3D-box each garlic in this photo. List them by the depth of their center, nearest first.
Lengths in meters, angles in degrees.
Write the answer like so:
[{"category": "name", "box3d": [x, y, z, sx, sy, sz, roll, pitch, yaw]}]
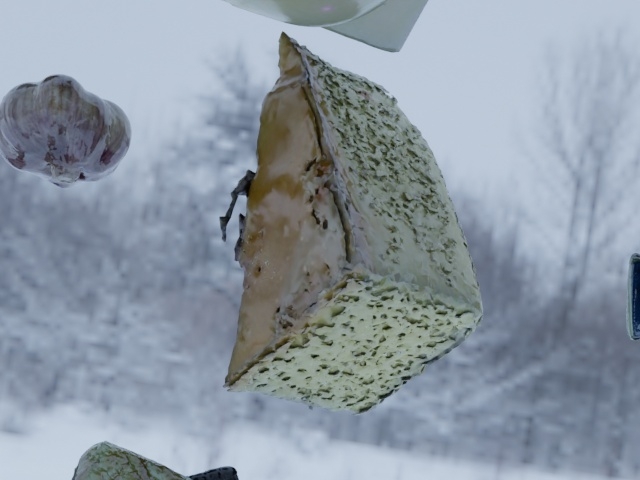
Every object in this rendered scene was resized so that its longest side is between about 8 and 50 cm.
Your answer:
[{"category": "garlic", "box3d": [-0.278, -0.111, 2.122, 0.147, 0.102, 0.159, 2, -23, 9]}]

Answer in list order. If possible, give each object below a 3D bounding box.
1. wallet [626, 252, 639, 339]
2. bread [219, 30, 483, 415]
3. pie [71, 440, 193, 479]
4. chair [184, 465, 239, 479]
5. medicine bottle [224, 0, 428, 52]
[{"category": "wallet", "box3d": [0.441, 0.040, 2.241, 0.202, 0.141, 0.059, -24, 42, -26]}, {"category": "bread", "box3d": [0.000, 0.000, 2.113, 0.248, 0.279, 0.315, 16, 36, -38]}, {"category": "pie", "box3d": [-0.119, 0.261, 1.674, 0.240, 0.054, 0.240, 30, 26, -16]}, {"category": "chair", "box3d": [-0.106, 0.306, 1.838, 0.140, 0.221, 0.145, -9, -23, -15]}, {"category": "medicine bottle", "box3d": [-0.047, -0.347, 1.993, 0.406, 0.236, 0.236, 19, -7, -21]}]
